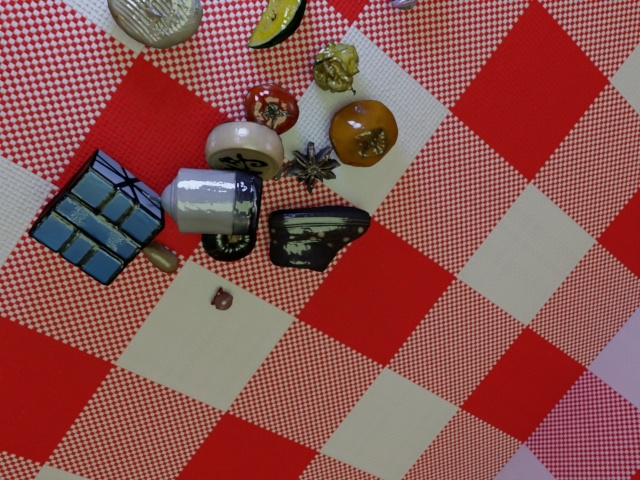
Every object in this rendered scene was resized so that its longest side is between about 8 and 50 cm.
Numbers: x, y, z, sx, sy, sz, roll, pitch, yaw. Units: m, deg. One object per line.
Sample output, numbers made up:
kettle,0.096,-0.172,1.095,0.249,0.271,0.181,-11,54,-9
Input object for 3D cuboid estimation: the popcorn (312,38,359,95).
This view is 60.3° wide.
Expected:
popcorn,0.058,-0.564,1.807,0.168,0.195,0.173,-29,111,4

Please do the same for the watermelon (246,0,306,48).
watermelon,-0.119,-0.731,1.750,0.129,0.123,0.301,27,99,-2

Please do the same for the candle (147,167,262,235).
candle,-0.359,-0.126,1.766,0.343,0.221,0.221,3,110,-7

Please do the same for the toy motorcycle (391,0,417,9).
toy motorcycle,0.302,-0.888,1.798,0.327,0.143,0.188,-47,126,-12

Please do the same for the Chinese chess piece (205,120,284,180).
Chinese chess piece,-0.247,-0.286,1.797,0.257,0.257,0.104,9,68,-20

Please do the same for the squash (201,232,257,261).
squash,-0.318,-0.012,1.932,0.193,0.156,0.193,-21,120,-40

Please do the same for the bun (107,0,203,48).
bun,-0.476,-0.697,1.615,0.273,0.168,0.272,-1,112,-3

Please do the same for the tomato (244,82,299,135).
tomato,-0.163,-0.433,1.815,0.187,0.151,0.187,-2,113,-6

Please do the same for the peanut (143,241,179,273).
peanut,-0.560,0.058,1.927,0.076,0.076,0.152,-45,112,3

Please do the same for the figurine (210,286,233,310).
figurine,-0.365,0.229,2.057,0.071,0.067,0.083,31,116,-5

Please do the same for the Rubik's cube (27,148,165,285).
Rubik's cube,-0.680,-0.078,1.722,0.283,0.293,0.288,-46,118,6

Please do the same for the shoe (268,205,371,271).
shoe,0.000,0.000,2.019,0.384,0.171,0.237,-4,105,-14

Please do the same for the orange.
orange,0.149,-0.372,1.916,0.249,0.183,0.248,-7,113,-16

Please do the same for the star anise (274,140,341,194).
star anise,-0.044,-0.262,1.952,0.232,0.089,0.209,6,124,-13
